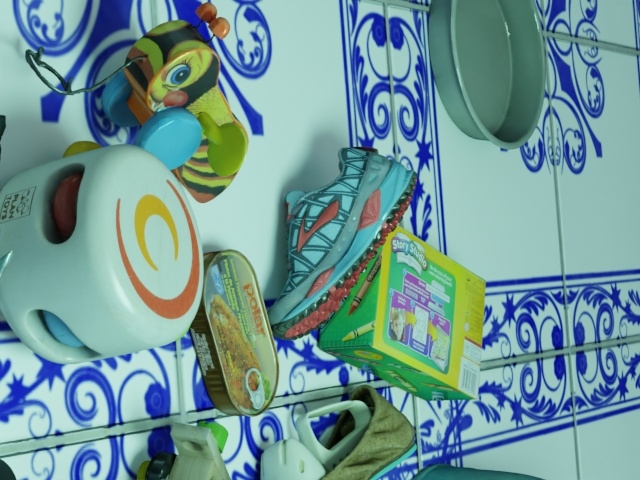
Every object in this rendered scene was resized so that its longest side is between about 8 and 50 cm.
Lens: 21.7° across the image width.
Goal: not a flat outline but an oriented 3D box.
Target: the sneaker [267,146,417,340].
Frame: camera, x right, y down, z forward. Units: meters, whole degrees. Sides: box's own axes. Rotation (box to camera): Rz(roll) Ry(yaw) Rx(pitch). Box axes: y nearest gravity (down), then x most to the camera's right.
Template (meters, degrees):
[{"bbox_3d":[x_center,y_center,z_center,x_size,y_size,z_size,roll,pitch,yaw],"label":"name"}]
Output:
[{"bbox_3d":[0.000,0.000,1.959,0.262,0.125,0.104,-53,167,-22],"label":"sneaker"}]

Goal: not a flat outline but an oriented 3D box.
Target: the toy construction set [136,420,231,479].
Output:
[{"bbox_3d":[-0.065,0.311,1.666,0.309,0.257,0.237,47,40,-35],"label":"toy construction set"}]

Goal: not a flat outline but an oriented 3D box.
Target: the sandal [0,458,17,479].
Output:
[{"bbox_3d":[-0.309,0.310,1.451,0.097,0.054,0.254,31,60,-52],"label":"sandal"}]

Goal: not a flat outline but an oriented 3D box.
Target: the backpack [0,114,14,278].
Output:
[{"bbox_3d":[-0.371,0.063,1.214,0.290,0.273,0.355,7,94,-25],"label":"backpack"}]

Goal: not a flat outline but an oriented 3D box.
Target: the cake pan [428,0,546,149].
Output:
[{"bbox_3d":[0.238,-0.273,2.393,0.293,0.054,0.293,12,76,-57],"label":"cake pan"}]

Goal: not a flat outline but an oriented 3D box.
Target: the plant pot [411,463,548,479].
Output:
[{"bbox_3d":[0.264,0.424,2.148,0.271,0.255,0.272,11,77,-57],"label":"plant pot"}]

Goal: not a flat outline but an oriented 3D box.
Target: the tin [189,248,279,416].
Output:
[{"bbox_3d":[-0.097,0.102,1.833,0.106,0.040,0.190,-31,112,-50],"label":"tin"}]

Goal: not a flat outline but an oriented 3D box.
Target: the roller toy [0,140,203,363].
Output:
[{"bbox_3d":[-0.214,0.013,1.560,0.191,0.146,0.209,-27,103,-65],"label":"roller toy"}]

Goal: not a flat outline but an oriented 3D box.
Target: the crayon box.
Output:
[{"bbox_3d":[0.109,0.092,2.114,0.278,0.081,0.165,30,60,-52],"label":"crayon box"}]

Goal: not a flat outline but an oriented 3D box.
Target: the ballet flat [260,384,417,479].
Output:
[{"bbox_3d":[0.002,0.262,1.914,0.124,0.116,0.342,57,37,-4],"label":"ballet flat"}]

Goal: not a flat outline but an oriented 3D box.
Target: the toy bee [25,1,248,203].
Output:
[{"bbox_3d":[-0.135,-0.147,1.661,0.195,0.162,0.298,50,5,12],"label":"toy bee"}]
